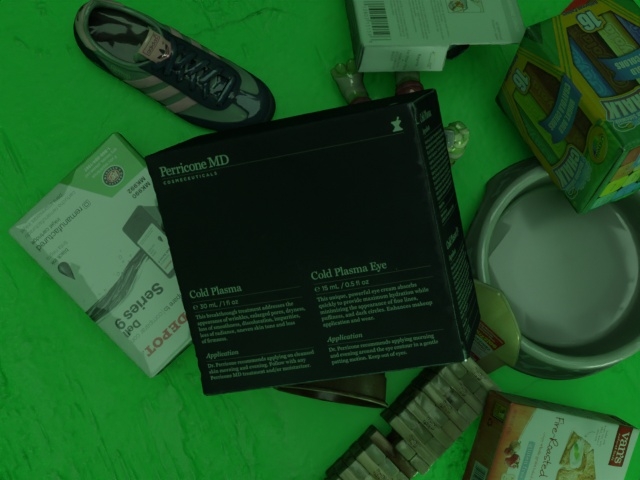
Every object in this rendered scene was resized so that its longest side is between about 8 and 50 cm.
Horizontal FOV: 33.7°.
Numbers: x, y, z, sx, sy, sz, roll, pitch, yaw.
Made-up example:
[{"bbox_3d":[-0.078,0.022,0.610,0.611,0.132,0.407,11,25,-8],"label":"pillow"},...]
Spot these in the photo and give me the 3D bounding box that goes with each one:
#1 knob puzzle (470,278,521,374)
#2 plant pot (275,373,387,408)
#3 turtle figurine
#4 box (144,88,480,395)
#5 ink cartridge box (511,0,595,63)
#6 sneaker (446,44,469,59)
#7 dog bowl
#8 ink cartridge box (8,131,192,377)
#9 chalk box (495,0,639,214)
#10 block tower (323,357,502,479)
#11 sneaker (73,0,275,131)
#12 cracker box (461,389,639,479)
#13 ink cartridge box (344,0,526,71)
[{"bbox_3d":[0.214,0.107,1.524,0.213,0.213,0.030,43,56,-1],"label":"knob puzzle"},{"bbox_3d":[0.027,0.145,1.516,0.166,0.167,0.165,10,78,-4],"label":"plant pot"},{"bbox_3d":[0.099,-0.154,1.501,0.274,0.197,0.266,6,62,-44],"label":"turtle figurine"},{"bbox_3d":[0.000,0.000,1.323,0.343,0.179,0.313,-9,102,16],"label":"box"},{"bbox_3d":[0.443,-0.256,1.626,0.232,0.066,0.189,45,84,-4],"label":"ink cartridge box"},{"bbox_3d":[0.221,-0.363,1.614,0.083,0.071,0.191,30,76,4],"label":"sneaker"},{"bbox_3d":[0.373,0.036,1.576,0.348,0.102,0.349,0,86,-4],"label":"dog bowl"},{"bbox_3d":[-0.261,0.023,1.514,0.211,0.121,0.289,-45,91,-6],"label":"ink cartridge box"},{"bbox_3d":[0.408,-0.166,1.465,0.179,0.180,0.289,-23,66,-19],"label":"chalk box"},{"bbox_3d":[0.110,0.303,1.538,0.335,0.097,0.091,-45,94,-4],"label":"block tower"},{"bbox_3d":[-0.214,-0.249,1.532,0.319,0.131,0.112,23,84,-3],"label":"sneaker"},{"bbox_3d":[0.331,0.316,1.523,0.232,0.067,0.156,14,95,-24],"label":"cracker box"},{"bbox_3d":[0.155,-0.365,1.547,0.238,0.060,0.275,-1,56,-9],"label":"ink cartridge box"}]
